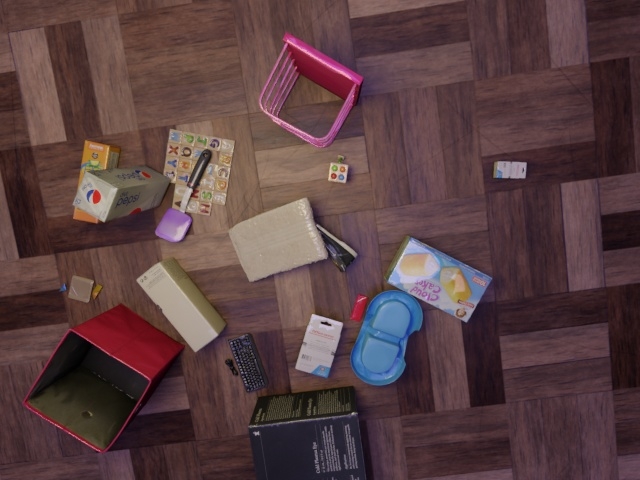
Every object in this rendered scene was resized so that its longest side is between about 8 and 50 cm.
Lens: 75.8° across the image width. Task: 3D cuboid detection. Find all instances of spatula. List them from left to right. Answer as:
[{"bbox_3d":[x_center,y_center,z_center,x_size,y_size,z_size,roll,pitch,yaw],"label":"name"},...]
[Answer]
[{"bbox_3d":[-0.395,-0.135,1.227,0.084,0.030,0.296,26,96,-3],"label":"spatula"}]

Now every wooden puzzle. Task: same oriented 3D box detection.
[{"bbox_3d":[-0.745,0.151,1.284,0.116,0.014,0.078,22,92,-2],"label":"wooden puzzle"}]

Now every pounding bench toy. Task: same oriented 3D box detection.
[{"bbox_3d":[0.054,-0.212,1.201,0.052,0.065,0.083,8,96,0],"label":"pounding bench toy"}]

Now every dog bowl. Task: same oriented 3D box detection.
[{"bbox_3d":[0.195,0.286,1.249,0.166,0.074,0.297,19,96,-1],"label":"dog bowl"}]

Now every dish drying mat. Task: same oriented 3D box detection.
[{"bbox_3d":[0.119,0.209,1.274,0.032,0.008,0.083,18,96,-2],"label":"dish drying mat"}]

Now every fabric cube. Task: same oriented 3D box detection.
[{"bbox_3d":[-0.599,0.379,1.183,0.259,0.258,0.254,34,95,-2],"label":"fabric cube"}]

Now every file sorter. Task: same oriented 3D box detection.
[{"bbox_3d":[-0.026,-0.362,1.077,0.202,0.290,0.182,30,99,-2],"label":"file sorter"}]

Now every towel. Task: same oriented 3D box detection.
[{"bbox_3d":[-0.126,0.003,1.200,0.282,0.049,0.187,-18,97,24],"label":"towel"}]

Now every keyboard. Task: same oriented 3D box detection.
[{"bbox_3d":[-0.242,0.390,1.294,0.108,0.023,0.180,-18,95,3],"label":"keyboard"}]

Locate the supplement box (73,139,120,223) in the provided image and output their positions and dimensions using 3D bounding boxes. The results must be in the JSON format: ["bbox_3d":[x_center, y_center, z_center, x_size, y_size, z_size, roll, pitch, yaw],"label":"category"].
[{"bbox_3d":[-0.660,-0.171,1.214,0.078,0.080,0.233,11,94,-2],"label":"supplement box"}]

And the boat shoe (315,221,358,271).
[{"bbox_3d":[0.000,0.000,1.216,0.233,0.084,0.079,39,91,-5],"label":"boat shoe"}]

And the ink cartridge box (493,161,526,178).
[{"bbox_3d":[0.556,-0.207,1.210,0.083,0.028,0.048,2,96,1],"label":"ink cartridge box"}]

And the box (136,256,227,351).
[{"bbox_3d":[-0.410,0.188,1.232,0.094,0.113,0.275,-37,93,5],"label":"box"}]

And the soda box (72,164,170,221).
[{"bbox_3d":[-0.520,-0.133,1.106,0.091,0.286,0.098,29,103,-1],"label":"soda box"}]

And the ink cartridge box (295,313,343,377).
[{"bbox_3d":[-0.002,0.314,1.261,0.104,0.060,0.180,17,96,0],"label":"ink cartridge box"}]

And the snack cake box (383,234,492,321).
[{"bbox_3d":[0.341,0.111,1.219,0.265,0.089,0.152,26,95,-1],"label":"snack cake box"}]

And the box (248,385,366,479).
[{"bbox_3d":[-0.027,0.650,1.240,0.313,0.179,0.342,-7,96,1],"label":"box"}]

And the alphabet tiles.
[{"bbox_3d":[-0.373,-0.200,1.240,0.199,0.009,0.237,10,96,0],"label":"alphabet tiles"}]
